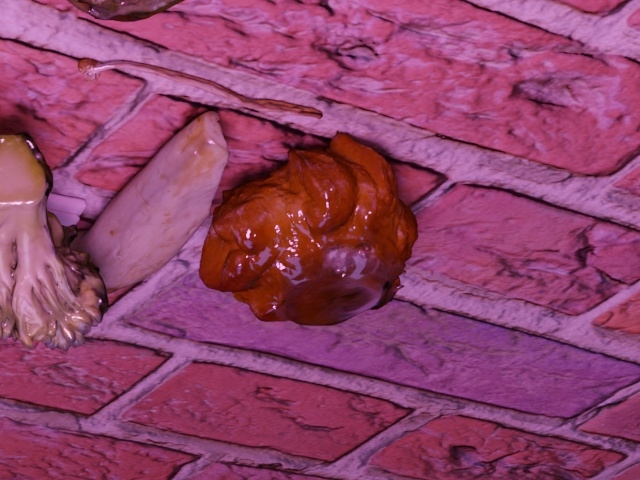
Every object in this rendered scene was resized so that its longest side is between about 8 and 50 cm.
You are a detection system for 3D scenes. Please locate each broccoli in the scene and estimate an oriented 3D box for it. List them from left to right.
[{"bbox_3d":[-0.358,-0.009,2.081,0.288,0.248,0.245,4,156,-15],"label":"broccoli"}]

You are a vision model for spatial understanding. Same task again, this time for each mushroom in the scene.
[{"bbox_3d":[-0.185,-0.034,2.238,0.107,0.087,0.333,7,146,-38],"label":"mushroom"},{"bbox_3d":[-0.122,-0.160,2.087,0.286,0.026,0.028,8,164,-26],"label":"mushroom"}]

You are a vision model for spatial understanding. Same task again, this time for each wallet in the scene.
[{"bbox_3d":[-0.335,-0.040,2.260,0.122,0.025,0.061,14,139,-31],"label":"wallet"}]

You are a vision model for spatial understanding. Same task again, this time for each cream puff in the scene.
[{"bbox_3d":[0.000,0.000,2.227,0.241,0.155,0.269,-35,147,16],"label":"cream puff"}]

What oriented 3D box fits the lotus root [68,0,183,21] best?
[{"bbox_3d":[-0.179,-0.260,1.841,0.203,0.078,0.183,-19,147,26],"label":"lotus root"}]
